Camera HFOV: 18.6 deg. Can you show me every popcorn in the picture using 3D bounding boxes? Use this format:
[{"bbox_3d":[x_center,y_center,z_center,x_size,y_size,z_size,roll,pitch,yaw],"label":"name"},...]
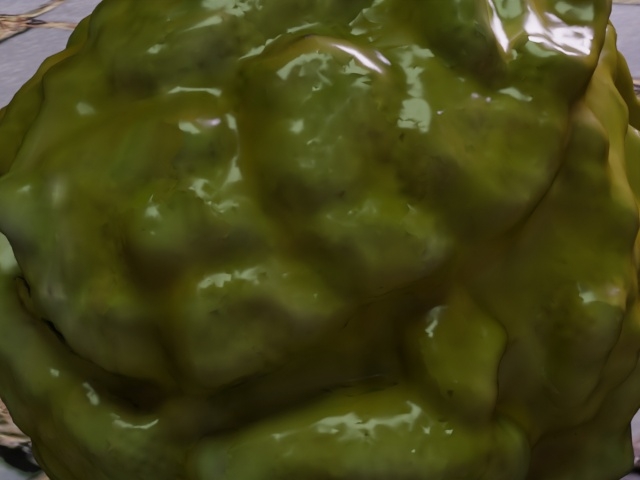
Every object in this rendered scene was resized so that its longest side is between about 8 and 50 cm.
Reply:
[{"bbox_3d":[0.008,0.003,0.625,0.249,0.225,0.249,-34,14,10],"label":"popcorn"}]
